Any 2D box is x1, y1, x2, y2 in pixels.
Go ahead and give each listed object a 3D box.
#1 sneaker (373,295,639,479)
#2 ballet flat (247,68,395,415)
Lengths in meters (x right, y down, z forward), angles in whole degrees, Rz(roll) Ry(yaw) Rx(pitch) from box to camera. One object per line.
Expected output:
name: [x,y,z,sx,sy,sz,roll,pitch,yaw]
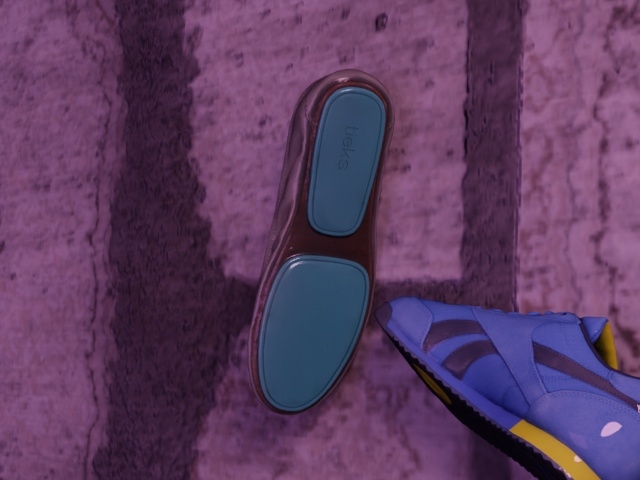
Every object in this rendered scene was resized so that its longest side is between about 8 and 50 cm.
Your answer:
sneaker: [0.108,0.067,0.791,0.082,0.069,0.209,-46,34,-8]
ballet flat: [0.000,0.000,0.922,0.068,0.072,0.213,-145,67,-75]
